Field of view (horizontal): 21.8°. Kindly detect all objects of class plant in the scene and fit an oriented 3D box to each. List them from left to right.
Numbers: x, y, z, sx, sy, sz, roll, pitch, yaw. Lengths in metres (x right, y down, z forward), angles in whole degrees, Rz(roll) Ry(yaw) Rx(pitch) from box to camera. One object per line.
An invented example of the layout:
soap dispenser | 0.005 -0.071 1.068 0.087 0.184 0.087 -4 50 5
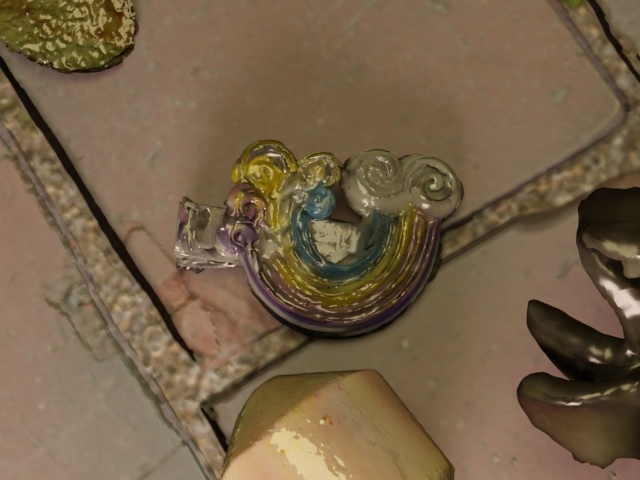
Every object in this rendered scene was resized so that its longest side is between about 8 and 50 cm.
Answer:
plant | 0.227 0.104 0.834 0.276 0.199 0.188 45 117 50

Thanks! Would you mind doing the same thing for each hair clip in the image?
hair clip | 0.000 0.000 0.981 0.172 0.049 0.116 3 83 -4

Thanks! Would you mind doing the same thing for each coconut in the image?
coconut | 0.002 0.126 0.897 0.116 0.116 0.122 -35 70 -9

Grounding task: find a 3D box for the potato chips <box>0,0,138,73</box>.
potato chips | -0.177 -0.200 1.072 0.142 0.026 0.209 -41 71 -8
